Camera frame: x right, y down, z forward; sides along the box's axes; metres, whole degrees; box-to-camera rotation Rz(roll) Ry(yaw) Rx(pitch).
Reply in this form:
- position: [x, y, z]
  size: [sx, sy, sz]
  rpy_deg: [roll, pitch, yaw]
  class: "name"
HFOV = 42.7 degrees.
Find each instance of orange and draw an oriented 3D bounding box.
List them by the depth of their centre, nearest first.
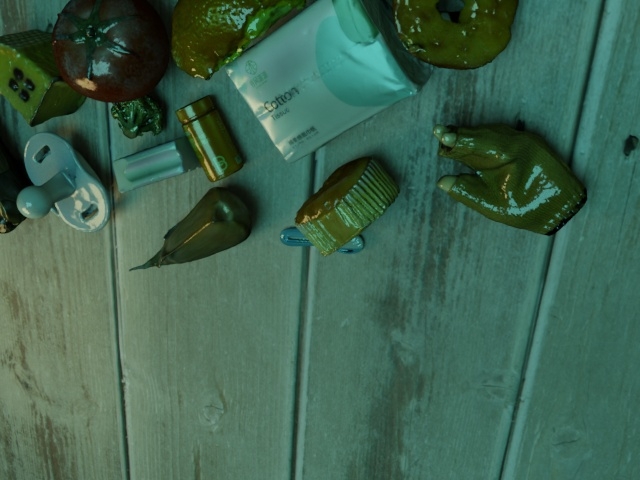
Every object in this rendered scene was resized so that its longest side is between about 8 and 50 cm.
- position: [-0.177, -0.479, 1.706]
  size: [0.334, 0.262, 0.196]
  rpy_deg: [-31, 95, 43]
  class: "orange"

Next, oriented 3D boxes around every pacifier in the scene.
- position: [-0.699, -0.125, 2.137]
  size: [0.244, 0.233, 0.299]
  rpy_deg: [-33, 98, 35]
  class: "pacifier"

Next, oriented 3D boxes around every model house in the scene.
- position: [-0.701, -0.429, 2.016]
  size: [0.234, 0.193, 0.175]
  rpy_deg: [46, 123, 0]
  class: "model house"

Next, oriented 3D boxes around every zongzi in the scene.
- position: [-0.892, -0.270, 2.190]
  size: [0.403, 0.208, 0.432]
  rpy_deg: [35, 111, -2]
  class: "zongzi"

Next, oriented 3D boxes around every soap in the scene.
- position: [-0.413, -0.190, 2.041]
  size: [0.230, 0.145, 0.091]
  rpy_deg: [-14, 99, 23]
  class: "soap"

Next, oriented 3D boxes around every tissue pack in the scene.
- position: [0.020, -0.361, 1.736]
  size: [0.356, 0.194, 0.266]
  rpy_deg: [-27, 103, 31]
  class: "tissue pack"

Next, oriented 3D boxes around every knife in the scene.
- position: [0.000, 0.000, 2.018]
  size: [0.222, 0.031, 0.064]
  rpy_deg: [4, 120, 22]
  class: "knife"

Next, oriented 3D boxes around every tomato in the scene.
- position: [-0.473, -0.442, 1.878]
  size: [0.264, 0.265, 0.265]
  rpy_deg: [10, 118, 19]
  class: "tomato"

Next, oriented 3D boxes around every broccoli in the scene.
- position: [-0.450, -0.307, 2.009]
  size: [0.130, 0.120, 0.131]
  rpy_deg: [10, 152, 1]
  class: "broccoli"

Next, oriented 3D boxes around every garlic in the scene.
- position: [-0.315, -0.024, 2.051]
  size: [0.338, 0.196, 0.151]
  rpy_deg: [-26, 86, 33]
  class: "garlic"

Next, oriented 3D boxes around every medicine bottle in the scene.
- position: [-0.266, -0.244, 1.974]
  size: [0.096, 0.096, 0.192]
  rpy_deg: [-17, 107, 29]
  class: "medicine bottle"

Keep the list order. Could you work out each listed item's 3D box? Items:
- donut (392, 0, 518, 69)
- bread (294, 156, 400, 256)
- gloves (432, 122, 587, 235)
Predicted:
- position: [0.258, -0.452, 1.596]
  size: [0.253, 0.118, 0.254]
  rpy_deg: [0, 103, -2]
  class: "donut"
- position: [0.056, -0.084, 1.869]
  size: [0.133, 0.179, 0.250]
  rpy_deg: [44, 132, -12]
  class: "bread"
- position: [0.384, -0.142, 1.711]
  size: [0.356, 0.155, 0.203]
  rpy_deg: [29, 131, -11]
  class: "gloves"
